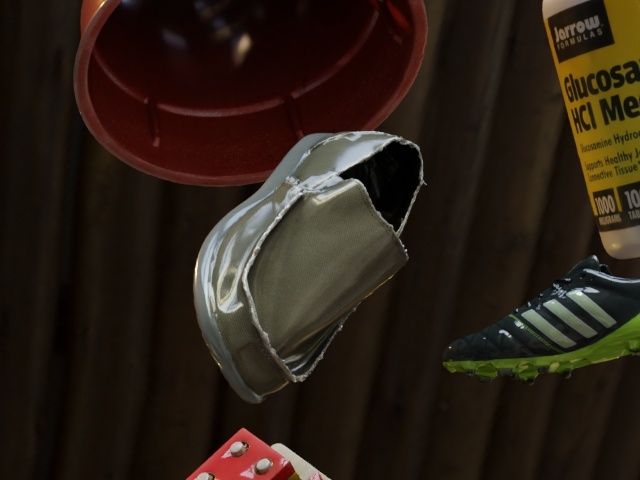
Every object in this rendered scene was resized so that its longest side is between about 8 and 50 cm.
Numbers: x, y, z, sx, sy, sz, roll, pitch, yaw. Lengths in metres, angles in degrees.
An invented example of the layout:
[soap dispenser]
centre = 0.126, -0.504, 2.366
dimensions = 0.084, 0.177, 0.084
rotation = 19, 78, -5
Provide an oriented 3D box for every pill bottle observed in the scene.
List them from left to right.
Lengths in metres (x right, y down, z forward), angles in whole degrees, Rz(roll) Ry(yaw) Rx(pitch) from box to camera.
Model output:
[pill bottle]
centre = 0.312, -0.163, 1.415
dimensions = 0.188, 0.188, 0.334
rotation = -15, -90, -29

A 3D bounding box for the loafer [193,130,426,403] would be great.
[loafer]
centre = 0.000, 0.000, 0.942
dimensions = 0.094, 0.087, 0.251
rotation = 59, -147, -24

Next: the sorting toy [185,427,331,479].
[sorting toy]
centre = -0.075, 0.316, 1.492
dimensions = 0.257, 0.255, 0.089
rotation = -41, -54, -17

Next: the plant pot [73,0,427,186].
[plant pot]
centre = -0.081, -0.231, 1.239
dimensions = 0.272, 0.265, 0.272
rotation = -11, -37, -8

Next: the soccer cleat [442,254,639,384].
[soccer cleat]
centre = 0.166, 0.053, 1.040
dimensions = 0.060, 0.179, 0.072
rotation = 30, -130, -61
